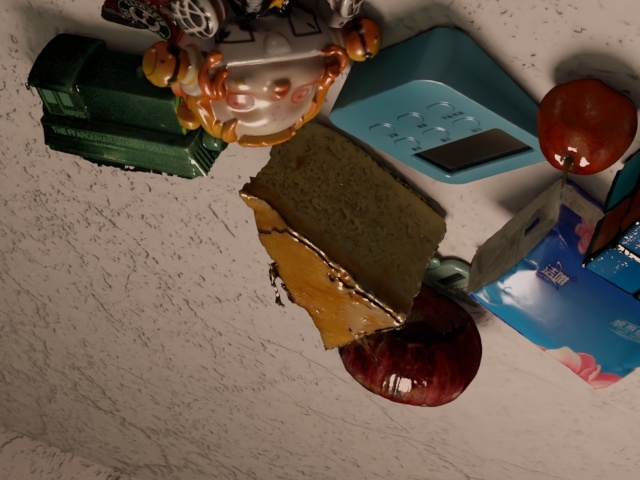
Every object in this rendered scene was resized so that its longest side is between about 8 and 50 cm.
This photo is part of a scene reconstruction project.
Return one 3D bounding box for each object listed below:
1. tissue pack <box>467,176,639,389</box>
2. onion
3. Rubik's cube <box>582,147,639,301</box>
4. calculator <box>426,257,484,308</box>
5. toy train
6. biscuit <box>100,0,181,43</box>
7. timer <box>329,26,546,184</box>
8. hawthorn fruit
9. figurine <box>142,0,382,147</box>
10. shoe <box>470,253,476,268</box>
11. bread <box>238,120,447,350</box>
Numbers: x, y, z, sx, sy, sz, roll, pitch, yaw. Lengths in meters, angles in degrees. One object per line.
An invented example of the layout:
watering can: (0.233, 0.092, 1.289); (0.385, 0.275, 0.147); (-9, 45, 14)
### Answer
tissue pack: (0.371, 0.068, 1.919); (0.269, 0.137, 0.209); (37, 124, -16)
onion: (0.147, 0.162, 2.229); (0.246, 0.246, 0.190); (21, 110, 10)
Rubik's cube: (0.458, -0.026, 1.696); (0.167, 0.180, 0.183); (31, 149, -6)
calculator: (0.227, 0.067, 2.204); (0.153, 0.021, 0.095); (35, 150, -17)
toy train: (-0.297, -0.205, 2.071); (0.330, 0.139, 0.178); (12, 144, 24)
biscuit: (-0.216, -0.336, 1.859); (0.151, 0.063, 0.235); (33, 153, -3)
timer: (0.168, -0.156, 1.818); (0.250, 0.091, 0.232); (36, 150, -25)
hawthorn fruit: (0.324, -0.140, 1.683); (0.125, 0.140, 0.125); (27, 129, 39)
figurine: (-0.083, -0.252, 1.751); (0.320, 0.196, 0.323); (-8, 146, -20)
shoe: (0.316, 0.057, 2.071); (0.179, 0.071, 0.049); (4, 148, 29)
bread: (0.000, 0.000, 2.055); (0.315, 0.248, 0.279); (35, 149, -8)
